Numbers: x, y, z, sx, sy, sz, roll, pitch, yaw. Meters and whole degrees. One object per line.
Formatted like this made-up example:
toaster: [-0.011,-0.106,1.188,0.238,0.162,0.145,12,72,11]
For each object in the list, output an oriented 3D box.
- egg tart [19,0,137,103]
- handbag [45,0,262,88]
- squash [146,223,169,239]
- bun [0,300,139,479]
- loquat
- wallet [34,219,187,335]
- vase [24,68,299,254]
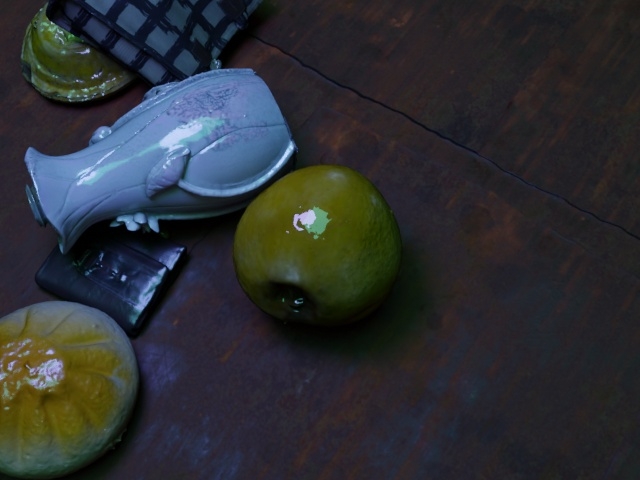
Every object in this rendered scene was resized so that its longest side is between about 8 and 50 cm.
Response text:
egg tart: [-0.482,-0.407,1.697,0.290,0.115,0.291,-3,62,5]
handbag: [-0.299,-0.466,1.614,0.327,0.162,0.325,36,68,-19]
squash: [-0.311,-0.027,1.530,0.089,0.027,0.027,29,68,19]
bun: [-0.438,0.224,1.329,0.298,0.165,0.299,-2,64,4]
loquat: [0.000,0.000,1.357,0.274,0.275,0.275,-2,62,4]
wallet: [-0.371,0.046,1.484,0.229,0.049,0.182,23,69,17]
vase: [-0.279,-0.134,1.449,0.445,0.250,0.250,-21,62,-15]
